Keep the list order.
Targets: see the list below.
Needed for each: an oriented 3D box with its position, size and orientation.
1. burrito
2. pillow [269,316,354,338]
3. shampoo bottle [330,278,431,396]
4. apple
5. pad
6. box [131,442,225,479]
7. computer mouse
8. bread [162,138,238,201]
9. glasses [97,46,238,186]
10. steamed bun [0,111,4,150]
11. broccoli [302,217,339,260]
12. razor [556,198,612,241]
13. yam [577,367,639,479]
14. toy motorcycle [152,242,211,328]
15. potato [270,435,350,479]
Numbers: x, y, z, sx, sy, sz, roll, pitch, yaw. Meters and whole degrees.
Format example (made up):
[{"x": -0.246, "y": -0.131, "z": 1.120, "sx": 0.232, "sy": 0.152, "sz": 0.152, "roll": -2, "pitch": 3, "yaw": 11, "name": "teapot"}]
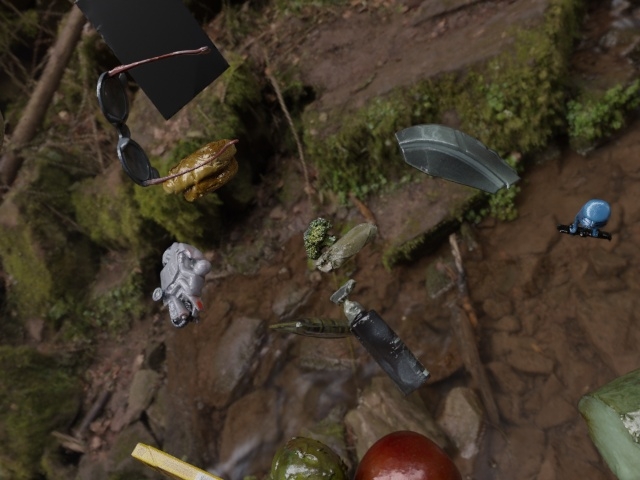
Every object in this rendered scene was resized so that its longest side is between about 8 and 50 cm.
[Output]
[{"x": 0.066, "y": 0.012, "z": 1.411, "sx": 0.058, "sy": 0.045, "sz": 0.188, "roll": 36, "pitch": 56, "yaw": 23, "name": "burrito"}, {"x": 0.005, "y": 0.216, "z": 1.525, "sx": 0.208, "sy": 0.212, "sz": 0.052, "roll": 156, "pitch": 116, "yaw": -65, "name": "pillow"}, {"x": 0.096, "y": 0.159, "z": 1.022, "sx": 0.063, "sy": 0.207, "sz": 0.057, "roll": -39, "pitch": -10, "yaw": -12, "name": "shampoo bottle"}, {"x": 0.175, "y": 0.497, "z": 1.234, "sx": 0.201, "sy": 0.218, "sz": 0.218, "roll": -35, "pitch": 33, "yaw": -20, "name": "apple"}, {"x": -0.425, "y": -0.519, "z": 1.558, "sx": 0.248, "sy": 0.367, "sz": 0.007, "roll": -31, "pitch": 14, "yaw": 26, "name": "pad"}, {"x": -0.311, "y": 0.570, "z": 1.487, "sx": 0.269, "sy": 0.152, "sz": 0.043, "roll": 19, "pitch": 61, "yaw": 15, "name": "box"}, {"x": 0.238, "y": -0.150, "z": 1.050, "sx": 0.126, "sy": 0.231, "sz": 0.071, "roll": -66, "pitch": -6, "yaw": -61, "name": "computer mouse"}, {"x": -0.348, "y": -0.208, "z": 1.832, "sx": 0.236, "sy": 0.120, "sz": 0.198, "roll": -25, "pitch": 20, "yaw": 21, "name": "bread"}, {"x": -0.278, "y": -0.236, "z": 1.174, "sx": 0.269, "sy": 0.234, "sz": 0.118, "roll": -11, "pitch": 11, "yaw": 20, "name": "glasses"}, {"x": -0.708, "y": -0.172, "z": 1.087, "sx": 0.283, "sy": 0.177, "sz": 0.283, "roll": 3, "pitch": 45, "yaw": -4, "name": "steamed bun"}, {"x": 0.000, "y": 0.000, "z": 1.582, "sx": 0.092, "sy": 0.095, "sz": 0.096, "roll": 16, "pitch": 73, "yaw": 11, "name": "broccoli"}, {"x": 0.374, "y": -0.030, "z": 0.855, "sx": 0.082, "sy": 0.253, "sz": 0.042, "roll": 12, "pitch": 92, "yaw": 21, "name": "razor"}, {"x": 0.621, "y": 0.288, "z": 1.044, "sx": 0.300, "sy": 0.195, "sz": 0.195, "roll": -27, "pitch": 37, "yaw": 1, "name": "yam"}, {"x": -0.367, "y": 0.104, "z": 1.689, "sx": 0.171, "sy": 0.110, "sz": 0.260, "roll": -33, "pitch": 55, "yaw": 24, "name": "toy motorcycle"}, {"x": -0.019, "y": 0.486, "z": 1.254, "sx": 0.141, "sy": 0.298, "sz": 0.176, "roll": -36, "pitch": 75, "yaw": -15, "name": "potato"}]
